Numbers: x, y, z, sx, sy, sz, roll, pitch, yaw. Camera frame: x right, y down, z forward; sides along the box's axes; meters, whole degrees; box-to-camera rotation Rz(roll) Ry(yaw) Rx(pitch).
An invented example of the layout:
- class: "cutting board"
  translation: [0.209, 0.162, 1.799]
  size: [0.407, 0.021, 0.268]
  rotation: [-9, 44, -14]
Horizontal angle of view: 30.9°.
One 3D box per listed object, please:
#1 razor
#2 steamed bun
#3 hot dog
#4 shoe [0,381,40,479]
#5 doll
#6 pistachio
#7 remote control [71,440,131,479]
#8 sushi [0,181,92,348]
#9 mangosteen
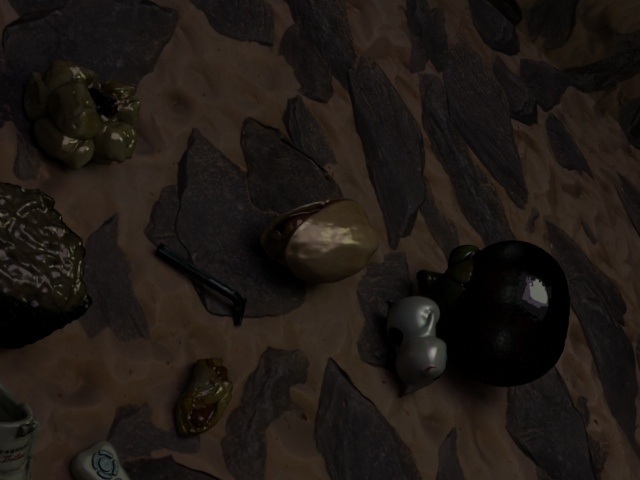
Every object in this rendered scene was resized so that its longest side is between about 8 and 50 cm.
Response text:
- class: "razor"
  translation: [-0.190, 0.062, 1.901]
  size: [0.190, 0.033, 0.066]
  rotation: [38, 36, -22]
- class: "steamed bun"
  translation: [-0.371, -0.201, 1.846]
  size: [0.177, 0.106, 0.192]
  rotation: [21, 47, -38]
- class: "hot dog"
  translation: [-0.166, 0.230, 1.756]
  size: [0.078, 0.061, 0.169]
  rotation: [43, 35, -19]
- class: "shoe"
  translation: [-0.388, 0.268, 1.315]
  size: [0.132, 0.210, 0.342]
  rotation: [-19, 76, -56]
- class: "doll"
  translation: [0.183, 0.193, 2.174]
  size: [0.107, 0.110, 0.181]
  rotation: [3, 53, -26]
- class: "pistachio"
  translation: [0.000, 0.000, 2.082]
  size: [0.229, 0.157, 0.157]
  rotation: [-6, 65, -43]
- class: "remote control"
  translation: [-0.281, 0.330, 1.553]
  size: [0.122, 0.032, 0.074]
  rotation: [56, 33, 1]
- class: "sushi"
  translation: [-0.460, 0.014, 1.490]
  size: [0.350, 0.171, 0.211]
  rotation: [28, 43, -32]
- class: "mangosteen"
  translation: [0.350, 0.145, 2.295]
  size: [0.300, 0.300, 0.300]
  rotation: [31, 40, -30]
